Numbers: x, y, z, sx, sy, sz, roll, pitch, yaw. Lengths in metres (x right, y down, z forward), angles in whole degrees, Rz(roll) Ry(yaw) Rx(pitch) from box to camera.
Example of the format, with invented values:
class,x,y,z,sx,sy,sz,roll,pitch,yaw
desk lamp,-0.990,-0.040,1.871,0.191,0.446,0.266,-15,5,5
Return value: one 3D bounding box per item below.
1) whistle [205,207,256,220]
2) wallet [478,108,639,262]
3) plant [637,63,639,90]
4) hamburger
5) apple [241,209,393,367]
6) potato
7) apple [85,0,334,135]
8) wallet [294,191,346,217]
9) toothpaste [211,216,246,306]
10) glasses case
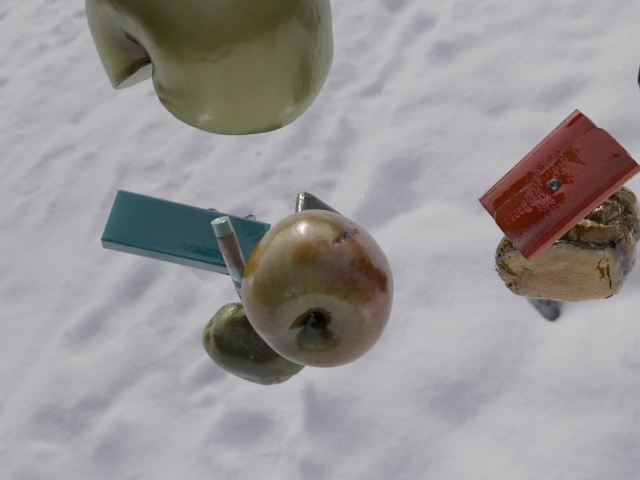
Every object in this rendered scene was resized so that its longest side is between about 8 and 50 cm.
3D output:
class,x,y,z,sx,sy,sz,roll,pitch,yaw
whistle,-0.237,-0.018,1.431,0.077,0.236,0.113,28,102,38
wallet,0.346,-0.083,0.962,0.204,0.045,0.142,-45,52,20
plant,0.657,-0.354,1.052,0.189,0.276,0.198,8,66,-7
hamburger,0.428,0.003,1.124,0.245,0.244,0.162,4,60,17
apple,-0.003,0.074,1.102,0.265,0.264,0.264,-7,51,9
potato,-0.142,0.233,1.454,0.197,0.228,0.148,-48,14,15
apple,-0.130,-0.281,0.779,0.258,0.233,0.295,-35,50,-27
wallet,0.000,-0.001,1.693,0.044,0.169,0.317,-50,21,31
toothpaste,-0.147,0.056,1.167,0.036,0.205,0.056,-31,25,-32
glasses case,-0.254,-0.005,1.250,0.301,0.070,0.117,13,63,-5
